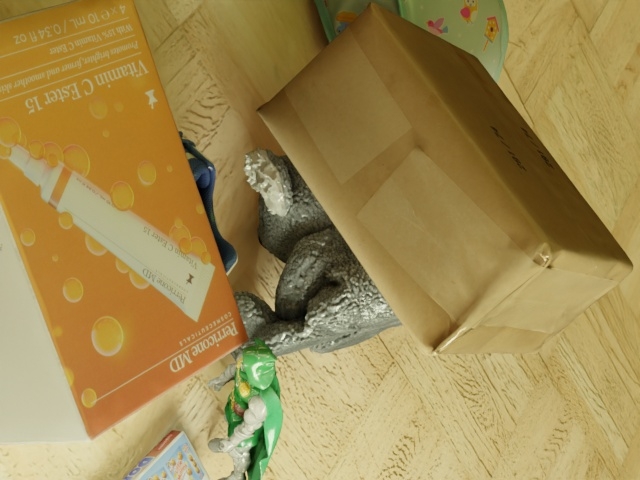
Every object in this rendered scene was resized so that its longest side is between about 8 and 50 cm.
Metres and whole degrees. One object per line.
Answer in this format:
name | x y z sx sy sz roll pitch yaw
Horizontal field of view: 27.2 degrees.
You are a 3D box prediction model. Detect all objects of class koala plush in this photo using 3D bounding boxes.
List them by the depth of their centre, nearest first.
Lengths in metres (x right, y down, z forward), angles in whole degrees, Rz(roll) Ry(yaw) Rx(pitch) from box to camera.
koala plush | 0.000 0.000 1.436 0.196 0.203 0.221 -2 73 -49

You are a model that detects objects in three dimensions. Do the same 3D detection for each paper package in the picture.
paper package | 0.137 -0.050 1.368 0.324 0.168 0.309 56 20 21

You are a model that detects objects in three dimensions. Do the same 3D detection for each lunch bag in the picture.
lunch bag | 0.109 -0.287 1.619 0.223 0.160 0.262 -18 92 -50

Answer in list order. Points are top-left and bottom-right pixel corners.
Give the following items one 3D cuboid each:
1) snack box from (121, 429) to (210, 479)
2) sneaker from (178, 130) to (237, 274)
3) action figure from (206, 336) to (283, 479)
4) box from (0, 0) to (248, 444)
snack box | -0.178 0.264 1.294 0.178 0.022 0.064 -44 115 -43
sneaker | -0.162 -0.088 1.294 0.112 0.131 0.296 -33 107 -45
action figure | -0.073 0.167 1.288 0.064 0.232 0.137 -3 54 -15
box | -0.238 -0.021 1.164 0.215 0.168 0.345 -31 107 -47
